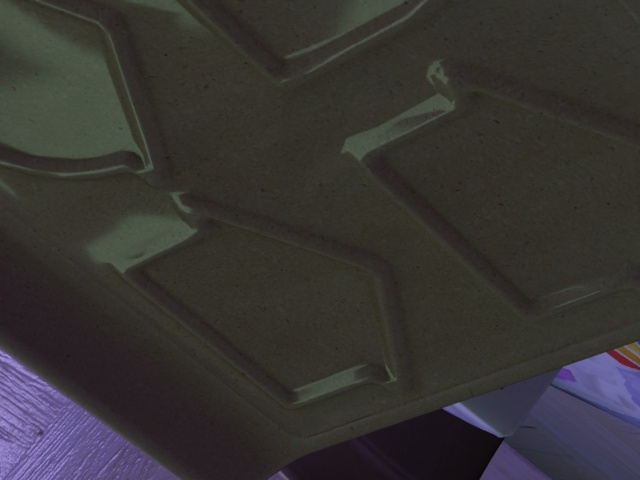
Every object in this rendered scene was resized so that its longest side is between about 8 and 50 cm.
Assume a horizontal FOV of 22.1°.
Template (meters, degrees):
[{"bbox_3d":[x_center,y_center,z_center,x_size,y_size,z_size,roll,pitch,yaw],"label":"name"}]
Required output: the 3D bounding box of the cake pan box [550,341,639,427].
[{"bbox_3d":[0.202,0.059,1.001,0.267,0.070,0.246,25,169,34],"label":"cake pan box"}]

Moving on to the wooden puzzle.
[{"bbox_3d":[-0.007,-0.059,0.597,0.322,0.348,0.080,42,-143,-30],"label":"wooden puzzle"}]

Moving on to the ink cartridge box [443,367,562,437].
[{"bbox_3d":[0.031,-0.048,0.820,0.233,0.171,0.168,40,175,-21],"label":"ink cartridge box"}]

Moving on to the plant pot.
[{"bbox_3d":[0.067,0.083,1.242,0.263,0.229,0.263,44,-176,-4],"label":"plant pot"}]
